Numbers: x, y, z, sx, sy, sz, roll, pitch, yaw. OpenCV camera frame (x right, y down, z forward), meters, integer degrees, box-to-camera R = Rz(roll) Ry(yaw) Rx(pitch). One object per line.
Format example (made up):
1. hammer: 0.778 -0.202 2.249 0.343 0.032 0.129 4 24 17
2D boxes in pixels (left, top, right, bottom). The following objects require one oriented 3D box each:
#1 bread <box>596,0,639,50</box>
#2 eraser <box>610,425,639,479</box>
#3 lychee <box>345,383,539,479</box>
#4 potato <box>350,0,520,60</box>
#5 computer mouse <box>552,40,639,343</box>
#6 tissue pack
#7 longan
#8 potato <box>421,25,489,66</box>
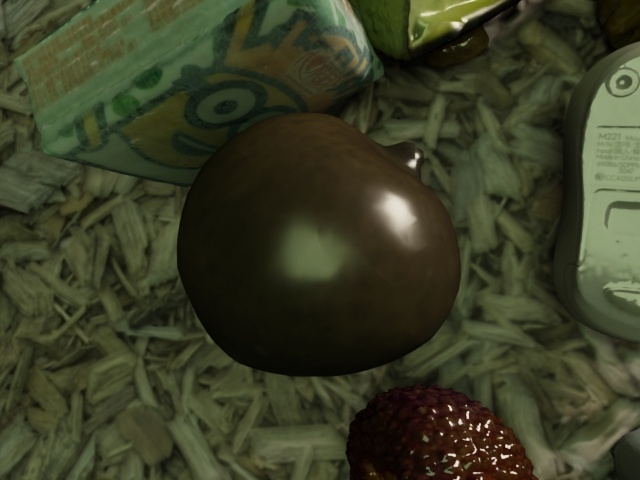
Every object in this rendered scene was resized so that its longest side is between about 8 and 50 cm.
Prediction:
1. bread: 0.438 -0.283 0.475 0.254 0.142 0.227 -13 90 8
2. eraser: 0.350 0.283 0.396 0.081 0.227 0.174 -19 83 12
3. lychee: 0.128 0.238 0.473 0.188 0.188 0.188 -1 85 11
4. potato: 0.163 -0.407 0.519 0.280 0.212 0.330 -16 121 -13
5. computer mouse: 0.342 -0.044 0.471 0.184 0.121 0.296 3 94 27
6. tissue pack: -0.111 -0.181 0.498 0.311 0.228 0.127 -24 81 19
7. longan: 0.000 0.000 0.483 0.301 0.243 0.300 0 81 -3
8. potato: 0.164 -0.243 0.573 0.083 0.040 0.051 -9 96 11
